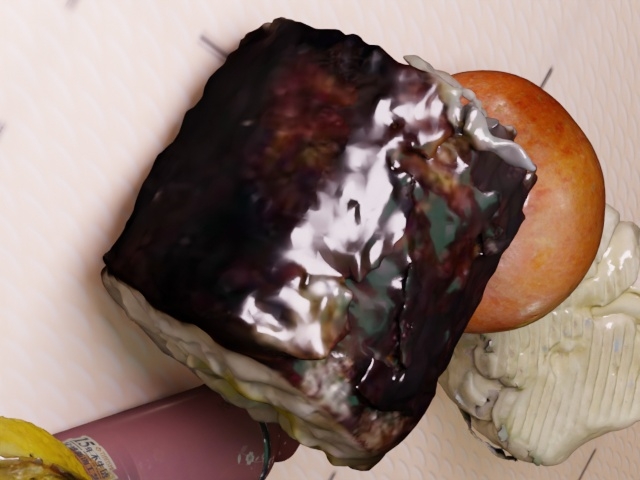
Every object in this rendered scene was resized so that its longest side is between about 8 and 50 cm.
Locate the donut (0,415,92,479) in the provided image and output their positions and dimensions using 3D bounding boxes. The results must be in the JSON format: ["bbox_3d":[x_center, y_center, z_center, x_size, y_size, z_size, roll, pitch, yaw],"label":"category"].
[{"bbox_3d":[-0.277,0.229,1.148,0.272,0.107,0.272,-17,134,-19],"label":"donut"}]

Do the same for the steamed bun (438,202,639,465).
[{"bbox_3d":[0.251,0.089,1.758,0.280,0.207,0.268,-34,117,-2],"label":"steamed bun"}]

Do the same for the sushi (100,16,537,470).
[{"bbox_3d":[0.000,-0.002,1.272,0.294,0.281,0.299,-56,162,-9],"label":"sushi"}]

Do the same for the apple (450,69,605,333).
[{"bbox_3d":[0.161,-0.038,1.526,0.253,0.253,0.253,-34,139,-37],"label":"apple"}]

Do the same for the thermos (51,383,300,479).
[{"bbox_3d":[-0.131,0.205,1.390,0.330,0.110,0.136,-14,111,-51],"label":"thermos"}]
